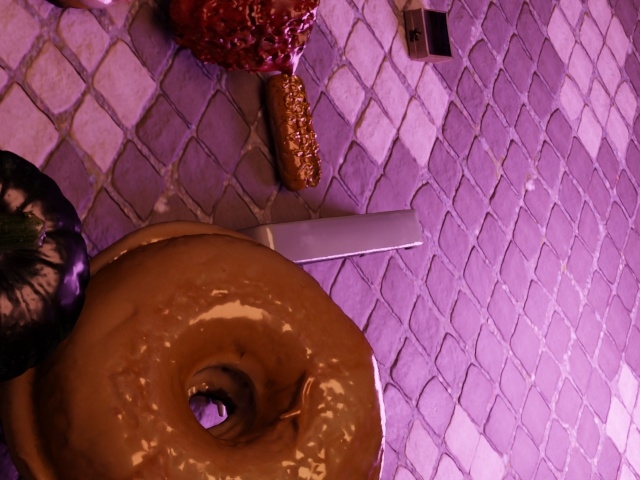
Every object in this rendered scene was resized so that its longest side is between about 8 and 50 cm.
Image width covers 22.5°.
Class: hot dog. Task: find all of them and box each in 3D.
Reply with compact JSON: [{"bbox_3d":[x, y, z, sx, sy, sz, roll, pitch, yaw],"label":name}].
[{"bbox_3d":[-0.036,-0.149,2.166,0.071,0.045,0.165,-13,94,-52],"label":"hot dog"}]

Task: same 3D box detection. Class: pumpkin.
[{"bbox_3d":[-0.331,0.012,1.547,0.248,0.248,0.248,17,69,-51],"label":"pumpkin"}]

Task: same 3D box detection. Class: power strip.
[{"bbox_3d":[0.000,0.000,2.144,0.385,0.091,0.062,-7,86,-54],"label":"power strip"}]

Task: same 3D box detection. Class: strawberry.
[{"bbox_3d":[-0.097,-0.294,2.023,0.202,0.187,0.184,-9,103,-22],"label":"strawberry"}]

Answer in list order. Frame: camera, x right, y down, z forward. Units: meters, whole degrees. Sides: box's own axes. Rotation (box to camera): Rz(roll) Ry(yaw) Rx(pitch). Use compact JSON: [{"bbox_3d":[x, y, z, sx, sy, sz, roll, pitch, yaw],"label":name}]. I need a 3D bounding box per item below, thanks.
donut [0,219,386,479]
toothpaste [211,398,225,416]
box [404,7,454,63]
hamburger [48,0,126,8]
[{"bbox_3d":[-0.130,0.182,1.741,0.449,0.198,0.448,13,60,-24],"label":"donut"},{"bbox_3d":[-0.129,0.149,1.993,0.037,0.021,0.139,8,74,-60],"label":"toothpaste"},{"bbox_3d":[0.167,-0.317,2.492,0.083,0.035,0.079,-4,86,-55],"label":"box"},{"bbox_3d":[-0.206,-0.405,1.834,0.276,0.237,0.276,11,76,-53],"label":"hamburger"}]
